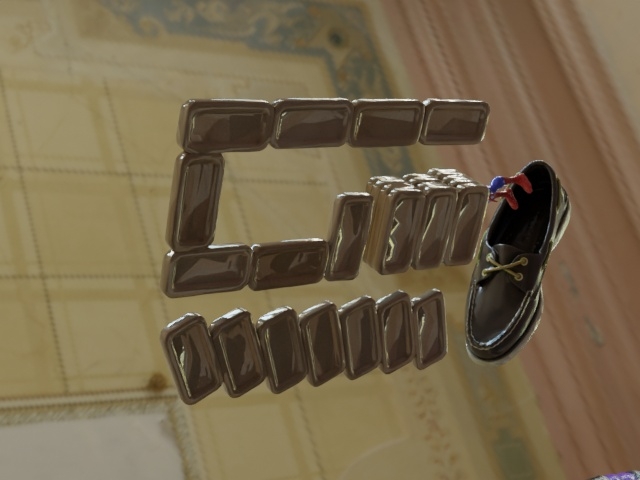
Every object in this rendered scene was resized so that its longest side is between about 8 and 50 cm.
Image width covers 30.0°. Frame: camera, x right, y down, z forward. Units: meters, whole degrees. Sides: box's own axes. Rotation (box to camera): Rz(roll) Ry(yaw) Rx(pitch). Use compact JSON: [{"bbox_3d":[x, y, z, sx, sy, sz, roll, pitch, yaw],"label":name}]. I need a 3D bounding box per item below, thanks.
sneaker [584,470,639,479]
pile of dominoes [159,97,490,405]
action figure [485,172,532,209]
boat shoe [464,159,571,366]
[{"bbox_3d":[0.175,0.276,0.773,0.146,0.293,0.102,-6,-160,-1],"label":"sneaker"},{"bbox_3d":[0.000,0.000,0.760,0.251,0.196,0.040,-4,-155,-37],"label":"pile of dominoes"},{"bbox_3d":[0.123,-0.034,0.985,0.115,0.038,0.030,-6,-117,-32],"label":"action figure"},{"bbox_3d":[0.197,0.020,1.237,0.228,0.081,0.069,-66,-31,-27],"label":"boat shoe"}]
